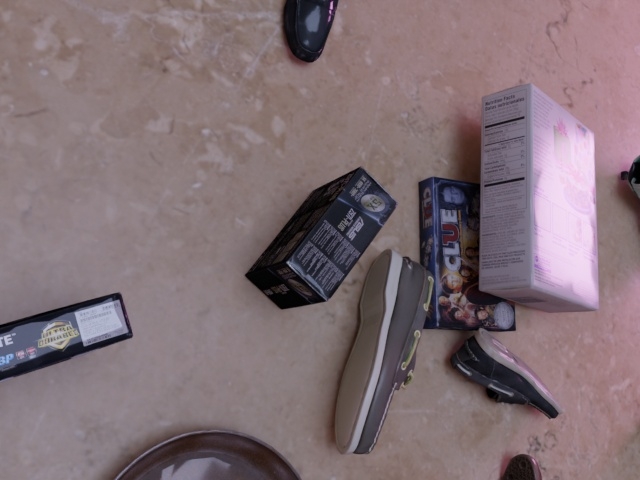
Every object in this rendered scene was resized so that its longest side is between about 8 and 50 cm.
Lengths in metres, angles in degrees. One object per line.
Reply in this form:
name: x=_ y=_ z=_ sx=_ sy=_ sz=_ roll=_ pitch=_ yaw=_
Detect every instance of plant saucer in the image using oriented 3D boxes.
plant saucer: x=-0.149 y=0.394 z=0.856 sx=0.310 sy=0.050 sz=0.311 roll=5 pitch=79 yaw=-27

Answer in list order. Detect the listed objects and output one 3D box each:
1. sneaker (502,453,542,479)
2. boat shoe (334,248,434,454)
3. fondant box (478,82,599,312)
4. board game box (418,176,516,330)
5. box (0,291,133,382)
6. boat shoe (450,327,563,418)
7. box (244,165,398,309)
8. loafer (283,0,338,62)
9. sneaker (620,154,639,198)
sneaker: x=0.337 y=0.437 z=1.105 sx=0.071 sy=0.066 sz=0.189 roll=7 pitch=83 yaw=-44
boat shoe: x=0.097 y=0.164 z=0.993 sx=0.091 sy=0.109 sz=0.305 roll=23 pitch=67 yaw=-17
fondant box: x=0.367 y=-0.059 z=1.142 sx=0.238 sy=0.096 sz=0.331 roll=18 pitch=71 yaw=-43
board game box: x=0.242 y=0.026 z=1.131 sx=0.165 sy=0.042 sz=0.243 roll=5 pitch=78 yaw=-27
box: x=-0.310 y=0.107 z=0.726 sx=0.175 sy=0.220 sz=0.051 roll=-17 pitch=91 yaw=-28
boat shoe: x=0.308 y=0.230 z=1.123 sx=0.233 sy=0.084 sz=0.079 roll=37 pitch=105 yaw=-25
box: x=0.000 y=0.000 z=0.950 sx=0.077 sy=0.147 sz=0.180 roll=44 pitch=64 yaw=-14
loafer: x=-0.007 y=-0.384 z=1.055 sx=0.076 sy=0.078 sz=0.223 roll=13 pitch=75 yaw=-25
sneaker: x=0.648 y=-0.044 z=1.327 sx=0.151 sy=0.094 sz=0.256 roll=22 pitch=62 yaw=-29
